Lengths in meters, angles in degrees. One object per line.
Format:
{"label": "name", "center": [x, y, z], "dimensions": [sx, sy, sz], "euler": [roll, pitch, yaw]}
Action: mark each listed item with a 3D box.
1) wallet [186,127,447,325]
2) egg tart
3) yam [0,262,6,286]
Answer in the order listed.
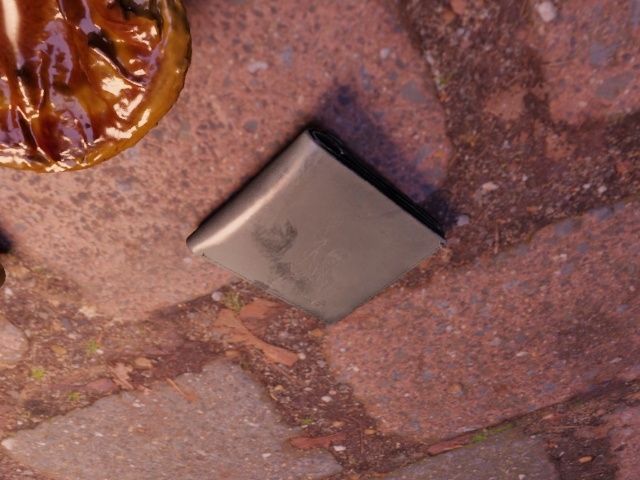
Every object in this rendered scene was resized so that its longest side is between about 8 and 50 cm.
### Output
{"label": "wallet", "center": [0.000, -0.001, 0.702], "dimensions": [0.251, 0.054, 0.290], "euler": [-37, 129, 26]}
{"label": "egg tart", "center": [-0.277, -0.220, 0.417], "dimensions": [0.339, 0.153, 0.351], "euler": [-19, 131, 11]}
{"label": "yam", "center": [-0.493, -0.075, 0.560], "dimensions": [0.083, 0.083, 0.371], "euler": [-13, 130, 3]}
